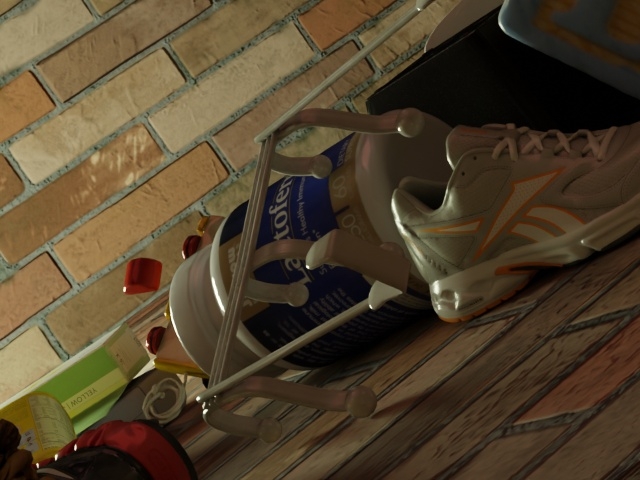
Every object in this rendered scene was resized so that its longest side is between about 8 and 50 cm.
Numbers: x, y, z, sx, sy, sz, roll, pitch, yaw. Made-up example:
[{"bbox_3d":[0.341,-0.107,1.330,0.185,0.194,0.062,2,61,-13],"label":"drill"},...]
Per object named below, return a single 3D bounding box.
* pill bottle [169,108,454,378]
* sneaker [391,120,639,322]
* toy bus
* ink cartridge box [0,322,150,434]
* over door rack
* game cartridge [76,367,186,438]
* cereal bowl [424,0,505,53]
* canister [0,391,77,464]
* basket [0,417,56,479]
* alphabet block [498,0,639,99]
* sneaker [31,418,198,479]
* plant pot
[{"bbox_3d":[0.007,0.015,1.593,0.265,0.153,0.153,-32,5,39],"label":"pill bottle"},{"bbox_3d":[0.150,-0.042,1.372,0.262,0.121,0.099,-31,7,35],"label":"sneaker"},{"bbox_3d":[-0.085,0.077,1.887,0.202,0.191,0.104,-33,-38,7],"label":"toy bus"},{"bbox_3d":[-0.267,0.167,1.950,0.171,0.056,0.235,-33,3,9],"label":"ink cartridge box"},{"bbox_3d":[0.020,-0.017,1.318,0.324,0.108,0.239,128,155,-61],"label":"over door rack"},{"bbox_3d":[-0.266,0.230,1.932,0.198,0.062,0.297,-23,12,47],"label":"game cartridge"},{"bbox_3d":[0.278,-0.218,1.932,0.339,0.141,0.339,-33,14,9],"label":"cereal bowl"},{"bbox_3d":[-0.263,0.207,1.725,0.126,0.073,0.170,-32,22,-3],"label":"canister"},{"bbox_3d":[-0.214,0.208,0.765,0.213,0.223,0.299,-32,6,24],"label":"basket"},{"bbox_3d":[0.282,-0.231,1.570,0.197,0.193,0.192,-44,-20,-58],"label":"alphabet block"},{"bbox_3d":[-0.212,0.216,1.411,0.276,0.097,0.135,-29,5,40],"label":"sneaker"},{"bbox_3d":[0.151,-0.098,1.660,0.188,0.167,0.187,-30,7,37],"label":"plant pot"}]
